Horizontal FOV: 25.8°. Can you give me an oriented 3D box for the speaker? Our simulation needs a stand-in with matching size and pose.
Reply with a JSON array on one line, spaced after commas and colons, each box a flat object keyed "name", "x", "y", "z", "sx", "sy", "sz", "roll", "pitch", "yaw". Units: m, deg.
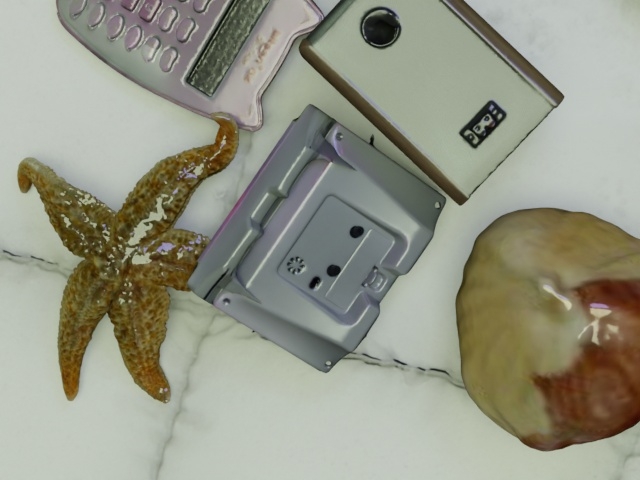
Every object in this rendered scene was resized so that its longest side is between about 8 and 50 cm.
[{"name": "speaker", "x": 0.113, "y": -0.172, "z": 1.451, "sx": 0.231, "sy": 0.192, "sz": 0.153, "roll": 44, "pitch": 98, "yaw": 0}]

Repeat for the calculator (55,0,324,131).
[{"name": "calculator", "x": -0.153, "y": -0.257, "z": 1.541, "sx": 0.294, "sy": 0.043, "sz": 0.194, "roll": 32, "pitch": 98, "yaw": 4}]

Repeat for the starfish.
[{"name": "starfish", "x": -0.206, "y": 0.013, "z": 1.546, "sx": 0.327, "sy": 0.094, "sz": 0.375, "roll": 42, "pitch": 102, "yaw": -3}]

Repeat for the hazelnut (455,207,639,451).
[{"name": "hazelnut", "x": 0.257, "y": 0.082, "z": 1.445, "sx": 0.261, "sy": 0.241, "sz": 0.261, "roll": -4, "pitch": 81, "yaw": 27}]

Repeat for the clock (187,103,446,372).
[{"name": "clock", "x": 0.000, "y": 0.000, "z": 1.500, "sx": 0.186, "sy": 0.083, "sz": 0.253, "roll": 33, "pitch": 93, "yaw": -20}]
